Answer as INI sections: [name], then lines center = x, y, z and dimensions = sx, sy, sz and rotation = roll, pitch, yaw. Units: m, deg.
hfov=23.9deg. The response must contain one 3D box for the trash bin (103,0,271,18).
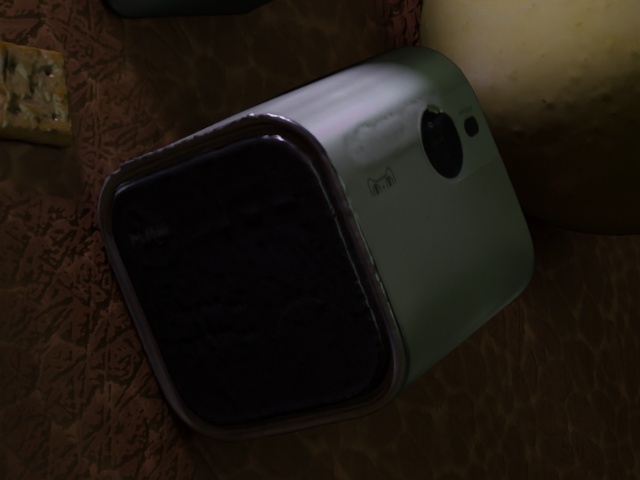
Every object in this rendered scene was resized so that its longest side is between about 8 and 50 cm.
[trash bin]
center = -0.014, -0.317, 1.304
dimensions = 0.223, 0.343, 0.158
rotation = -14, 89, -54

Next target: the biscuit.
[biscuit]
center = -0.232, -0.117, 1.210
dimensions = 0.081, 0.018, 0.083
rotation = 8, 70, -51

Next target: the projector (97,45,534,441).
[projector]
center = 0.000, 0.000, 1.266
dimensions = 0.249, 0.248, 0.249
rotation = -32, 102, -53

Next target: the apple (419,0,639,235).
[apple]
center = 0.348, -0.231, 1.681
dimensions = 0.473, 0.473, 0.474
rotation = 24, 57, -45
